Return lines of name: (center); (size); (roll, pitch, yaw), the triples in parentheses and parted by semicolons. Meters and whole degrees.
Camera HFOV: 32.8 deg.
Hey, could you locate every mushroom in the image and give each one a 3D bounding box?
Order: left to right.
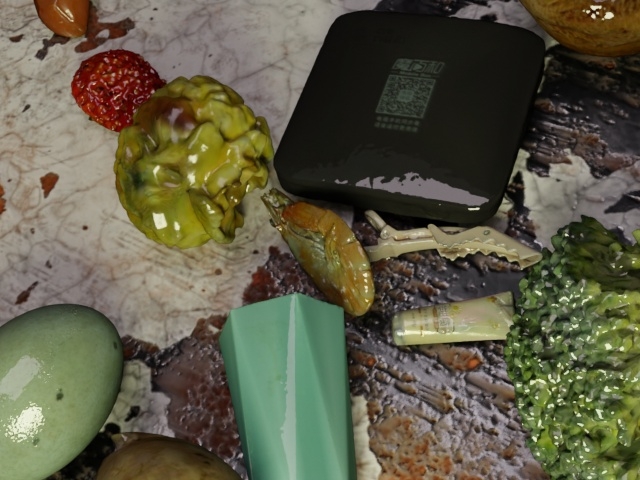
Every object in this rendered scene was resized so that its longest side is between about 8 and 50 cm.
mushroom: (-0.148, 0.305, 1.077); (0.184, 0.255, 0.255); (-30, 57, -15)
mushroom: (0.355, -0.352, 1.326); (0.263, 0.195, 0.283); (-13, 75, 0)

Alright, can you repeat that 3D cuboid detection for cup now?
cup: (-0.023, 0.192, 1.174); (0.148, 0.134, 0.235); (-18, 61, 10)

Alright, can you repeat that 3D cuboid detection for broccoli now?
broccoli: (0.311, 0.127, 1.072); (0.246, 0.288, 0.248); (-6, 20, -3)

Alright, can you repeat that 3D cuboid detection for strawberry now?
strawberry: (-0.265, -0.210, 1.500); (0.188, 0.082, 0.121); (28, 69, 31)

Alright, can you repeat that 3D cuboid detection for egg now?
egg: (-0.326, 0.175, 1.243); (0.169, 0.169, 0.236); (36, 73, 30)

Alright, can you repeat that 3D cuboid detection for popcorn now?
popcorn: (-0.156, -0.093, 1.352); (0.189, 0.169, 0.218); (24, 106, 20)

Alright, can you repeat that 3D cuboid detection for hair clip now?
hair clip: (0.149, -0.003, 1.285); (0.226, 0.034, 0.072); (1, 61, 16)

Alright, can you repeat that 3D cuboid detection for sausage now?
sausage: (-0.393, -0.388, 1.637); (0.089, 0.089, 0.179); (-18, 67, 6)

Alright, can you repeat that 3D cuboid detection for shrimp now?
shrimp: (0.002, -0.001, 1.285); (0.051, 0.115, 0.217); (-14, 46, -33)

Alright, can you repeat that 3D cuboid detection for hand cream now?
hand cream: (0.151, 0.093, 1.230); (0.143, 0.039, 0.061); (-9, 57, 6)

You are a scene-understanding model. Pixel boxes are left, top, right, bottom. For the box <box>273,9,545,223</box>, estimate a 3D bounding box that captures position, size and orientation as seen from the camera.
box: (0.113, -0.158, 1.351); (0.290, 0.073, 0.289); (10, 60, 21)
